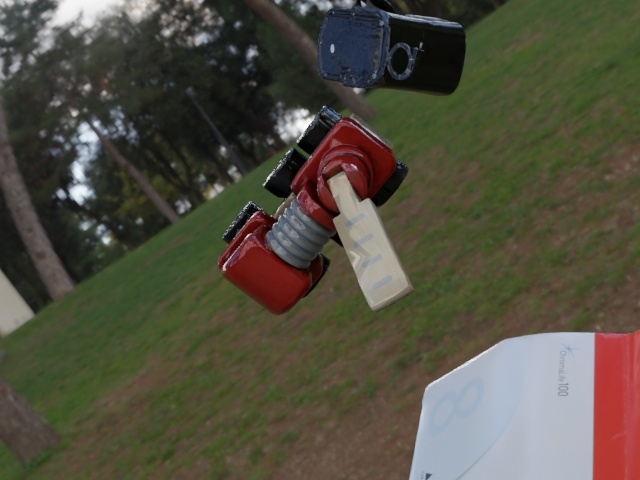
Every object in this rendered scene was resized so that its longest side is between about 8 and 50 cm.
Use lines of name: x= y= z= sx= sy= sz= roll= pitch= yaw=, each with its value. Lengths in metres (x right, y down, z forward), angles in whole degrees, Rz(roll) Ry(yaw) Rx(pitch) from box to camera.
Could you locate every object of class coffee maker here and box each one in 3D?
coffee maker: x=0.112 y=-0.242 z=1.197 sx=0.178 sy=0.171 sz=0.120 roll=-6 pitch=-49 yaw=-44

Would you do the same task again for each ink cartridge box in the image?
ink cartridge box: x=0.234 y=0.208 z=0.905 sx=0.385 sy=0.091 sz=0.308 roll=-43 pitch=18 yaw=40

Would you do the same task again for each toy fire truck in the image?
toy fire truck: x=0.000 y=0.000 z=0.915 sx=0.217 sy=0.158 sz=0.246 roll=-50 pitch=7 yaw=17
